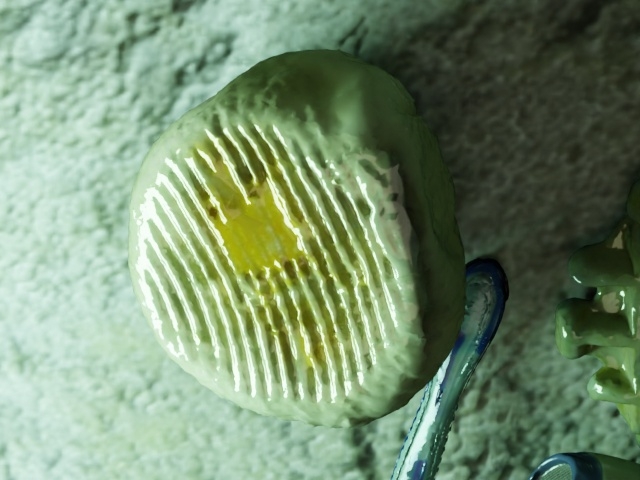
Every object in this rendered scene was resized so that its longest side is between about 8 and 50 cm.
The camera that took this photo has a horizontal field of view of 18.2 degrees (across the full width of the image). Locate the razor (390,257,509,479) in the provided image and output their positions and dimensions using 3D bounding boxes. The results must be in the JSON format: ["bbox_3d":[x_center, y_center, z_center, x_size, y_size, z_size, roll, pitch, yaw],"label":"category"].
[{"bbox_3d":[0.071,0.160,1.418,0.093,0.056,0.324,21,116,9],"label":"razor"}]

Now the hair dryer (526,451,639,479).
[{"bbox_3d":[0.246,0.289,1.471,0.295,0.119,0.298,17,134,-10],"label":"hair dryer"}]

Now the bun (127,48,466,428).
[{"bbox_3d":[0.000,0.000,1.291,0.243,0.153,0.244,9,114,21],"label":"bun"}]

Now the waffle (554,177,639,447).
[{"bbox_3d":[0.324,0.046,1.344,0.292,0.056,0.309,41,114,-17],"label":"waffle"}]
